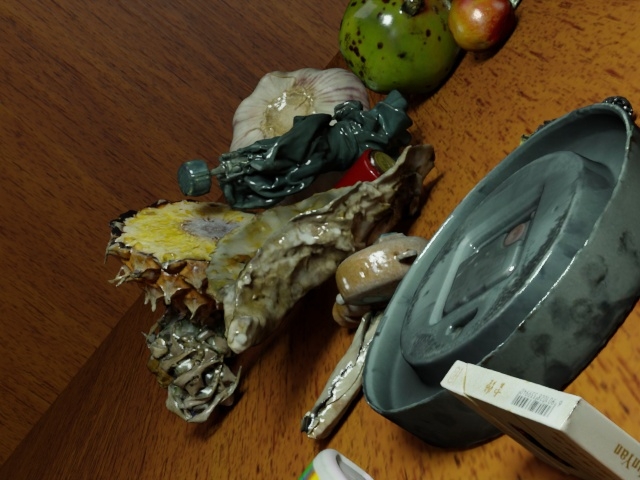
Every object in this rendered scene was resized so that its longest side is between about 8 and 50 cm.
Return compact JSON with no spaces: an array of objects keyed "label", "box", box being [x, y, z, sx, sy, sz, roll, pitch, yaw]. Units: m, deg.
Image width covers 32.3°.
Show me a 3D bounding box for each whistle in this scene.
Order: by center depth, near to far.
[{"label":"whistle","box":[0.058,0.043,1.153,0.107,0.057,0.220,-13,-17,-18]}]

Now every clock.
[{"label":"clock","box":[0.153,0.026,0.885,0.312,0.061,0.312,-49,12,14]}]

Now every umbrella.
[{"label":"umbrella","box":[0.233,-0.101,1.015,0.037,0.040,0.144,-49,13,-22]},{"label":"umbrella","box":[-0.026,-0.111,1.494,0.094,0.349,0.143,43,138,42]}]

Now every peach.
[{"label":"peach","box":[0.226,-0.309,1.545,0.100,0.101,0.100,-49,12,14]}]

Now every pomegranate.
[{"label":"pomegranate","box":[0.136,-0.301,1.721,0.198,0.246,0.198,-14,45,15]}]

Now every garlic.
[{"label":"garlic","box":[-0.017,-0.127,1.729,0.245,0.245,0.253,-56,-30,-18]}]

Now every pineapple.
[{"label":"pineapple","box":[-0.165,0.110,1.473,0.262,0.263,0.271,-85,1,-69]}]

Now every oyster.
[{"label":"oyster","box":[-0.024,0.009,1.280,0.204,0.111,0.396,-10,23,50]}]

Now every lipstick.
[{"label":"lipstick","box":[0.018,-0.022,1.509,0.241,0.080,0.080,-45,14,29]}]

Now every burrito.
[{"label":"burrito","box":[0.035,0.126,1.099,0.171,0.042,0.051,-57,4,-12]}]

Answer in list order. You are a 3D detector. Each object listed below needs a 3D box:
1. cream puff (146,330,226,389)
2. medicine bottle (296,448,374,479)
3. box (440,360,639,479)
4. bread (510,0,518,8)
[{"label":"cream puff","box":[-0.194,0.160,1.690,0.150,0.115,0.165,-46,21,61]},{"label":"medicine bottle","box":[-0.033,0.268,0.838,0.219,0.078,0.115,-52,14,2]},{"label":"box","box":[0.136,0.110,0.630,0.024,0.090,0.167,-54,12,-8]},{"label":"bread","box":[0.279,-0.397,1.664,0.172,0.064,0.232,-45,15,41]}]
